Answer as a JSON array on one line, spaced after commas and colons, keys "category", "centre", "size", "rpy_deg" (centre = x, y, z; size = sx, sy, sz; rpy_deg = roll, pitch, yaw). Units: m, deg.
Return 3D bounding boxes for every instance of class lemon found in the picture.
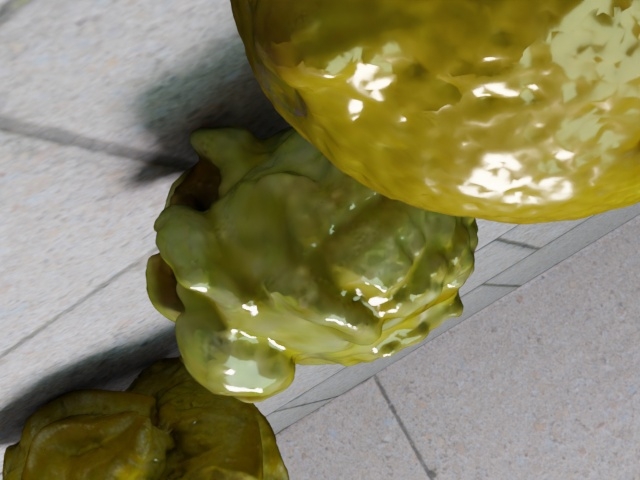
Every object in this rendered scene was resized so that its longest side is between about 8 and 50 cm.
[{"category": "lemon", "centre": [0.075, -0.121, 0.409], "size": [0.253, 0.228, 0.228], "rpy_deg": [-13, 161, -27]}]

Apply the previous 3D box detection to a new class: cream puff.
[{"category": "cream puff", "centre": [-0.203, 0.254, 1.219], "size": [0.274, 0.323, 0.270], "rpy_deg": [33, 79, -44]}]

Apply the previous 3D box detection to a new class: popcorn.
[{"category": "popcorn", "centre": [0.000, 0.000, 0.760], "size": [0.255, 0.195, 0.256], "rpy_deg": [-18, -176, -24]}]
